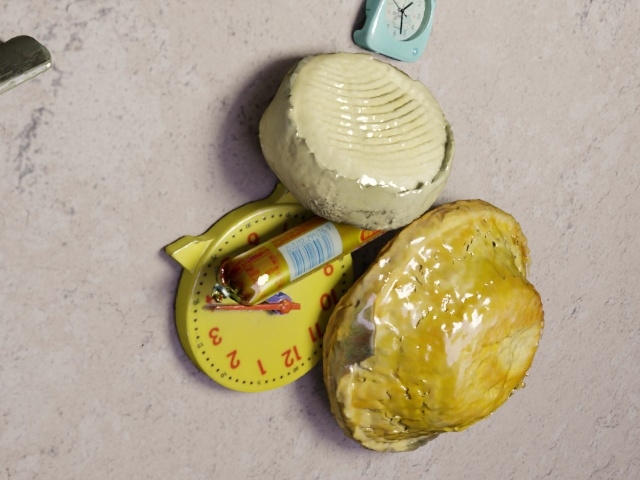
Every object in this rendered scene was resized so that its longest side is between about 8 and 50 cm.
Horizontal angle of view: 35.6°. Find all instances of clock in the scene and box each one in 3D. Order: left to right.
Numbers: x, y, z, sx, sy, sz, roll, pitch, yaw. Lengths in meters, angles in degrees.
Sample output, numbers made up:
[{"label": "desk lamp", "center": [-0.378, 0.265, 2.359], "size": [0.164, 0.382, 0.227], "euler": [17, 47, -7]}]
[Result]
[{"label": "clock", "center": [-0.067, 0.079, 1.388], "size": [0.277, 0.071, 0.293], "euler": [-37, 126, -21]}, {"label": "clock", "center": [0.111, -0.327, 1.382], "size": [0.108, 0.045, 0.147], "euler": [11, 100, -40]}]

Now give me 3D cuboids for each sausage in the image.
[{"label": "sausage", "center": [0.000, 0.000, 1.340], "size": [0.371, 0.082, 0.082], "euler": [-29, 123, -36]}]

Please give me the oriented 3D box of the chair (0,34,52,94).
[{"label": "chair", "center": [-0.419, -0.077, 1.014], "size": [0.319, 0.160, 0.186], "euler": [-23, 115, -27]}]

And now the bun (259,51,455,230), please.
[{"label": "bun", "center": [0.039, -0.117, 1.302], "size": [0.259, 0.259, 0.152], "euler": [-14, 156, -32]}]

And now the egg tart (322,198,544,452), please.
[{"label": "egg tart", "center": [0.203, 0.154, 1.527], "size": [0.443, 0.178, 0.443], "euler": [-23, 127, -35]}]
